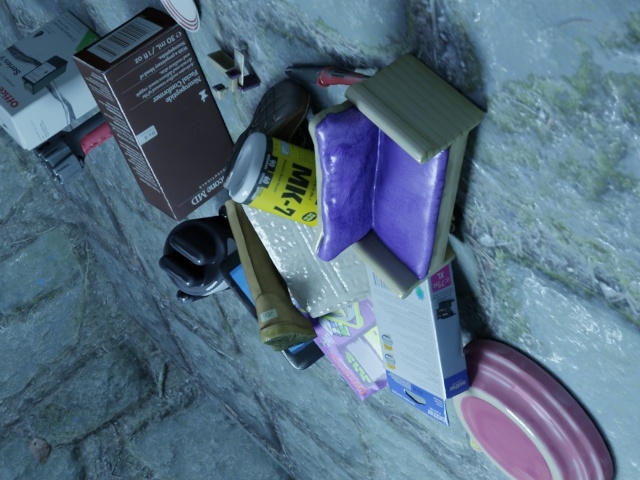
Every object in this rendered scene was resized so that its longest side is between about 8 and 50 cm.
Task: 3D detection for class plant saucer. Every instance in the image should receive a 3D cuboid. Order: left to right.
[{"bbox_3d":[0.342,0.321,1.712,0.332,0.084,0.332,43,158,22],"label":"plant saucer"}]

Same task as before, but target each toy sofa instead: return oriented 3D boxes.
[{"bbox_3d":[0.099,-0.066,1.407,0.150,0.177,0.363,45,157,25],"label":"toy sofa"}]

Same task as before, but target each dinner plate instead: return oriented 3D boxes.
[{"bbox_3d":[-0.257,-0.438,1.796,0.141,0.017,0.141,43,158,22],"label":"dinner plate"}]

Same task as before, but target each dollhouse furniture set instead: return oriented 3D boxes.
[{"bbox_3d":[-0.172,-0.317,1.750,0.114,0.091,0.081,41,143,34],"label":"dollhouse furniture set"}]

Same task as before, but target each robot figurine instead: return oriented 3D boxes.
[{"bbox_3d":[-0.242,0.030,2.238,0.209,0.278,0.174,-21,86,26],"label":"robot figurine"}]

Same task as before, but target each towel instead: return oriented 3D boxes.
[{"bbox_3d":[0.000,0.000,1.789,0.049,0.187,0.282,-85,-29,-61],"label":"towel"}]

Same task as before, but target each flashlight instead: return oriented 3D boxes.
[{"bbox_3d":[-0.462,-0.234,2.182,0.103,0.304,0.103,33,154,40],"label":"flashlight"}]

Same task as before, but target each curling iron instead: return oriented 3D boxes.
[{"bbox_3d":[0.018,-0.236,1.514,0.274,0.035,0.068,25,147,52],"label":"curling iron"}]

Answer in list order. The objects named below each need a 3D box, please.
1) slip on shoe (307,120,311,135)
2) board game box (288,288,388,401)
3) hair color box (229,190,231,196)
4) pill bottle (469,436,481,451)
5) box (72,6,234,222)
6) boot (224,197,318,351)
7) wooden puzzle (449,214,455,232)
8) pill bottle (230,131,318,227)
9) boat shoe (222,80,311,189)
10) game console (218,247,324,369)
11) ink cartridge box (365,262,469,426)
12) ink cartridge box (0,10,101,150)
[{"bbox_3d":[0.038,-0.150,1.621,0.135,0.051,0.041,39,-162,12],"label":"slip on shoe"},{"bbox_3d":[0.045,0.129,1.946,0.208,0.056,0.347,-38,90,36],"label":"board game box"},{"bbox_3d":[-0.137,-0.109,2.059,0.093,0.053,0.167,47,161,10],"label":"hair color box"},{"bbox_3d":[0.309,0.371,1.931,0.043,0.043,0.083,39,157,32],"label":"pill bottle"},{"bbox_3d":[-0.317,-0.246,2.010,0.143,0.191,0.381,32,154,43],"label":"box"},{"bbox_3d":[-0.091,0.065,1.898,0.236,0.089,0.270,58,-165,-75],"label":"boot"},{"bbox_3d":[0.176,-0.043,1.544,0.079,0.014,0.116,60,159,-10],"label":"wooden puzzle"},{"bbox_3d":[-0.032,-0.090,1.636,0.208,0.119,0.119,18,170,-19],"label":"pill bottle"},{"bbox_3d":[-0.072,-0.170,1.750,0.116,0.123,0.324,21,155,-14],"label":"boat shoe"},{"bbox_3d":[-0.042,0.097,2.033,0.293,0.173,0.250,51,161,0],"label":"game console"},{"bbox_3d":[0.163,0.141,1.694,0.185,0.065,0.311,20,123,57],"label":"ink cartridge box"},{"bbox_3d":[-0.635,-0.375,2.338,0.211,0.289,0.122,40,158,29],"label":"ink cartridge box"}]
